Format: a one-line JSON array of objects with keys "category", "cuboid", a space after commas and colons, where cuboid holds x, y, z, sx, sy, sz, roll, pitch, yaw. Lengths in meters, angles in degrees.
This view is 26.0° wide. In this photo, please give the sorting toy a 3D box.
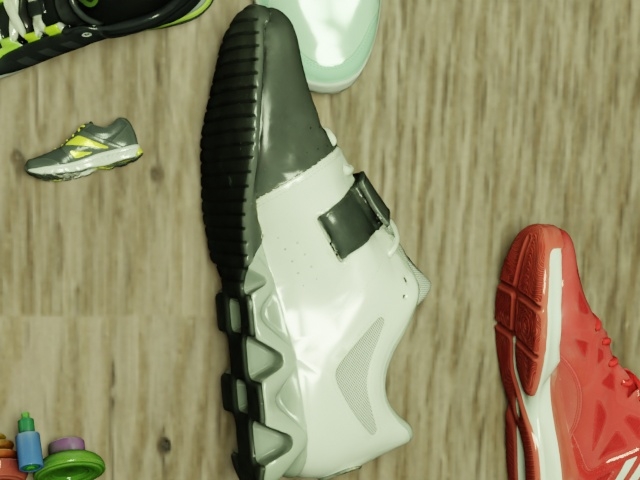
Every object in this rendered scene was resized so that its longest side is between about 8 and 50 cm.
[{"category": "sorting toy", "cuboid": [-0.207, 0.151, 0.990, 0.102, 0.061, 0.042, -6, 62, -11]}]

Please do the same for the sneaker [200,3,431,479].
[{"category": "sneaker", "cuboid": [0.000, 0.000, 0.966, 0.146, 0.122, 0.330, -7, 98, -19]}]

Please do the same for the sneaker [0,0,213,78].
[{"category": "sneaker", "cuboid": [-0.179, -0.166, 0.931, 0.235, 0.097, 0.084, -17, 97, -3]}]

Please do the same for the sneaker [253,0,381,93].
[{"category": "sneaker", "cuboid": [0.003, -0.224, 0.915, 0.094, 0.151, 0.256, -1, 97, -7]}]

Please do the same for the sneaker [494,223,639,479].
[{"category": "sneaker", "cuboid": [0.201, 0.090, 1.010, 0.128, 0.087, 0.221, -6, 108, -13]}]

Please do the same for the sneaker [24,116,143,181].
[{"category": "sneaker", "cuboid": [-0.169, -0.065, 0.980, 0.083, 0.031, 0.035, -12, 83, -8]}]
